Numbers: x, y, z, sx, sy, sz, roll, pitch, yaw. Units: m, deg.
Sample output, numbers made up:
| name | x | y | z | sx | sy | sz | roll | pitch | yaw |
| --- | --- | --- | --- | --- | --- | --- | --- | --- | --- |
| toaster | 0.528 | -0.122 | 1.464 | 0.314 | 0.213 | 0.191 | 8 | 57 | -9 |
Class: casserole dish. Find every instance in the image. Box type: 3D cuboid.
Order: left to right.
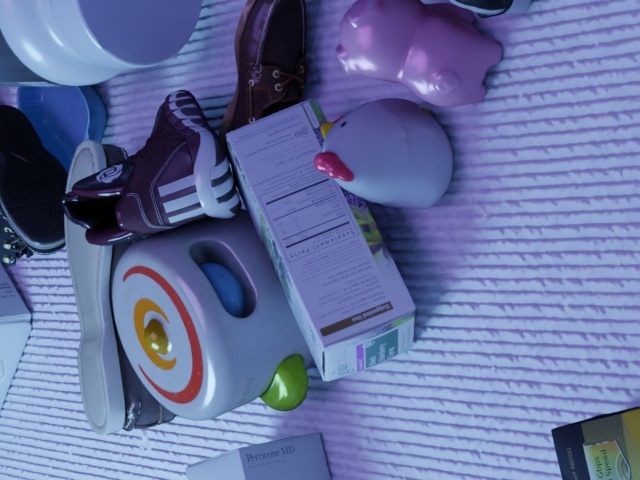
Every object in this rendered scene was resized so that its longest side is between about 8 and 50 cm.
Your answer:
| name | x | y | z | sx | sy | sz | roll | pitch | yaw |
| --- | --- | --- | --- | --- | --- | --- | --- | --- | --- |
| casserole dish | -0.306 | -0.159 | 2.005 | 0.188 | 0.037 | 0.114 | 49 | 131 | 36 |

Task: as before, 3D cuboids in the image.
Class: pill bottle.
| name | x | y | z | sx | sy | sz | roll | pitch | yaw |
| --- | --- | --- | --- | --- | --- | --- | --- | --- | --- |
| pill bottle | -0.307 | -0.272 | 1.836 | 0.363 | 0.210 | 0.210 | 4 | 98 | 46 |

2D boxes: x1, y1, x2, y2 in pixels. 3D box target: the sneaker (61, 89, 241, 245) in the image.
| name | x | y | z | sx | sy | sz | roll | pitch | yaw |
| --- | --- | --- | --- | --- | --- | --- | --- | --- | --- |
| sneaker | -0.183 | -0.070 | 1.682 | 0.281 | 0.162 | 0.106 | -133 | 24 | -73 |

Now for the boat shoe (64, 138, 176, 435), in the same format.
| name | x | y | z | sx | sy | sz | roll | pitch | yaw |
| --- | --- | --- | --- | --- | --- | --- | --- | --- | --- |
| boat shoe | -0.217 | 0.049 | 1.868 | 0.116 | 0.096 | 0.324 | -5 | 90 | 63 |

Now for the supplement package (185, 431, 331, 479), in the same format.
| name | x | y | z | sx | sy | sz | roll | pitch | yaw |
| --- | --- | --- | --- | --- | --- | --- | --- | --- | --- |
| supplement package | -0.047 | 0.293 | 1.673 | 0.105 | 0.105 | 0.179 | -27 | 74 | 51 |

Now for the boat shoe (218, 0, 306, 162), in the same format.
| name | x | y | z | sx | sy | sz | roll | pitch | yaw |
| --- | --- | --- | --- | --- | --- | --- | --- | --- | --- |
| boat shoe | -0.044 | -0.152 | 1.638 | 0.073 | 0.073 | 0.207 | 42 | 133 | 39 |

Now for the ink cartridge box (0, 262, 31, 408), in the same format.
| name | x | y | z | sx | sy | sz | roll | pitch | yaw |
| --- | --- | --- | --- | --- | --- | --- | --- | --- | --- |
| ink cartridge box | -0.515 | 0.081 | 2.242 | 0.289 | 0.121 | 0.211 | 52 | 133 | 34 |

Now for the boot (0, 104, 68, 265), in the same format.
| name | x | y | z | sx | sy | sz | roll | pitch | yaw |
| --- | --- | --- | --- | --- | --- | --- | --- | --- | --- |
| boot | -0.351 | -0.028 | 2.019 | 0.236 | 0.085 | 0.179 | 57 | 153 | 37 |

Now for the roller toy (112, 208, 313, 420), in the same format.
| name | x | y | z | sx | sy | sz | roll | pitch | yaw |
| --- | --- | --- | --- | --- | --- | --- | --- | --- | --- |
| roller toy | -0.112 | 0.074 | 1.665 | 0.209 | 0.146 | 0.191 | 17 | 121 | 49 |

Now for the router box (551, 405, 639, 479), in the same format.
| name | x | y | z | sx | sy | sz | roll | pitch | yaw |
| --- | --- | --- | --- | --- | --- | --- | --- | --- | --- |
| router box | 0.308 | 0.260 | 1.220 | 0.243 | 0.081 | 0.309 | -25 | 75 | 52 |

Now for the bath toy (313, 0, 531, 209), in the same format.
| name | x | y | z | sx | sy | sz | roll | pitch | yaw |
| --- | --- | --- | --- | --- | --- | --- | --- | --- | --- |
| bath toy | 0.077 | -0.181 | 1.424 | 0.151 | 0.129 | 0.348 | 46 | 130 | 39 |

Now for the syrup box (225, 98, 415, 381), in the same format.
| name | x | y | z | sx | sy | sz | roll | pitch | yaw |
| --- | --- | --- | --- | --- | --- | --- | --- | --- | --- |
| syrup box | 0.000 | 0.000 | 1.554 | 0.093 | 0.096 | 0.237 | 85 | 161 | -66 |
